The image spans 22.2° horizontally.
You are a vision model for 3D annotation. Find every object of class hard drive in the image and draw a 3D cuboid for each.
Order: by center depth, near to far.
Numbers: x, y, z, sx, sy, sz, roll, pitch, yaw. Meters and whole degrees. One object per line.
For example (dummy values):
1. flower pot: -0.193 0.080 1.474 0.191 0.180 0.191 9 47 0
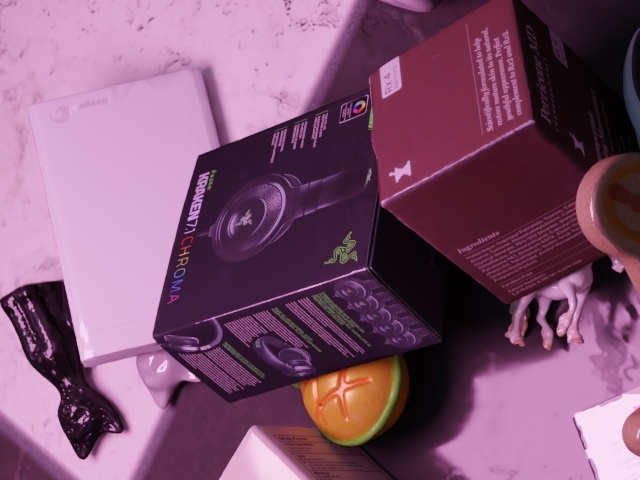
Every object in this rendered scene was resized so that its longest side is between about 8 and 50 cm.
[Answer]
1. hard drive: -0.197 -0.029 1.821 0.203 0.040 0.307 -13 72 -5

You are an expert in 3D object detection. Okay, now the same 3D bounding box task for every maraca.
1. maraca: 0.026 0.134 1.668 0.127 0.099 0.186 -58 35 8

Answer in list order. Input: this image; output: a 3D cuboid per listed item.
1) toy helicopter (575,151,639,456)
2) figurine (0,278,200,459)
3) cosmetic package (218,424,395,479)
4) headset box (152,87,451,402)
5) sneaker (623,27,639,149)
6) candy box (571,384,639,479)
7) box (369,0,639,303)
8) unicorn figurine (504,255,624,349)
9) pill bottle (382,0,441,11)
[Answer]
1. toy helicopter: 0.324 0.079 1.297 0.355 0.235 0.140 59 165 -10
2. figurine: -0.245 0.117 1.880 0.215 0.092 0.209 -33 73 27
3. cosmetic package: 0.049 0.316 1.582 0.309 0.160 0.113 40 107 34
4. headset box: 0.000 0.000 1.625 0.283 0.131 0.246 -18 44 33
5. sneaker: 0.327 -0.067 1.477 0.106 0.123 0.290 -2 55 -5
6. candy box: 0.336 0.214 1.443 0.165 0.070 0.196 -29 68 30
7. box: 0.173 -0.080 1.495 0.167 0.203 0.168 -28 45 28
8. unicorn figurine: 0.233 0.044 1.547 0.162 0.060 0.111 -6 69 41
9. pill bottle: 0.081 -0.454 1.633 0.229 0.229 0.407 25 98 36
